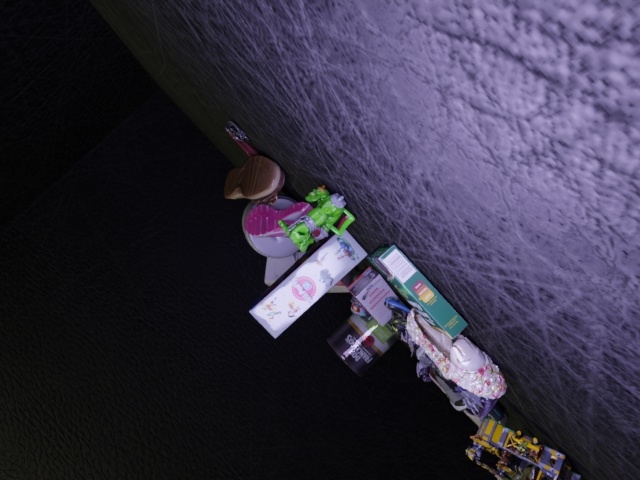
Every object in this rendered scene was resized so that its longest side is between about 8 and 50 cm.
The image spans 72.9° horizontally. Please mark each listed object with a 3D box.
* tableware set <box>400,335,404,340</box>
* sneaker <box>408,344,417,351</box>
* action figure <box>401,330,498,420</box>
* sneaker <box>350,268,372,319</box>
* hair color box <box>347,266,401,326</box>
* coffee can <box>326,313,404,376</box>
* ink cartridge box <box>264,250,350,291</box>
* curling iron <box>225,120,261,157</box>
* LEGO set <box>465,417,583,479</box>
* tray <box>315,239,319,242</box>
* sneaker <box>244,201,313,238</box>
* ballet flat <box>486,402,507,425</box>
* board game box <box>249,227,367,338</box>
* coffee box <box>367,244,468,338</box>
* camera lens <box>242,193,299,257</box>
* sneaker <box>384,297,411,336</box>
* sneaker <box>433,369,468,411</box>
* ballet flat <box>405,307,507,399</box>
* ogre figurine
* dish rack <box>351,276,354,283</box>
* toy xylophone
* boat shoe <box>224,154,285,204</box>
[{"bbox_3d":[0.414,0.478,2.169,0.128,0.039,0.194,46,176,2],"label":"tableware set"},{"bbox_3d":[0.404,0.440,1.782,0.070,0.051,0.134,51,174,25],"label":"sneaker"},{"bbox_3d":[0.325,0.337,1.142,0.285,0.099,0.185,40,164,22],"label":"action figure"},{"bbox_3d":[0.150,0.189,1.376,0.104,0.125,0.262,43,175,36],"label":"sneaker"},{"bbox_3d":[0.160,0.162,1.239,0.167,0.093,0.053,50,175,-38],"label":"hair color box"},{"bbox_3d":[0.190,0.372,1.732,0.201,0.275,0.201,46,176,4],"label":"coffee can"},{"bbox_3d":[-0.042,0.122,1.634,0.207,0.283,0.117,54,-144,-65],"label":"ink cartridge box"},{"bbox_3d":[-0.189,-0.243,1.271,0.068,0.035,0.274,42,175,40],"label":"curling iron"},{"bbox_3d":[0.486,0.600,1.047,0.255,0.192,0.331,17,154,39],"label":"LEGO set"},{"bbox_3d":[0.000,0.000,1.799,0.270,0.030,0.145,48,177,-25],"label":"tray"},{"bbox_3d":[-0.115,-0.048,1.324,0.253,0.102,0.111,-1,162,26],"label":"sneaker"},{"bbox_3d":[0.521,0.528,1.294,0.074,0.074,0.203,44,173,34],"label":"ballet flat"},{"bbox_3d":[-0.036,0.100,1.138,0.097,0.303,0.224,47,176,-3],"label":"board game box"},{"bbox_3d":[0.164,0.085,0.757,0.184,0.040,0.113,47,176,-3],"label":"coffee box"},{"bbox_3d":[-0.163,-0.057,1.534,0.219,0.219,0.274,47,176,-14],"label":"camera lens"},{"bbox_3d":[0.233,0.229,1.236,0.188,0.078,0.067,50,175,-37],"label":"sneaker"},{"bbox_3d":[0.424,0.454,1.382,0.108,0.100,0.271,52,176,-2],"label":"sneaker"},{"bbox_3d":[0.247,0.204,0.833,0.241,0.091,0.077,37,148,48],"label":"ballet flat"},{"bbox_3d":[-0.007,-0.035,0.811,0.097,0.118,0.197,50,176,22],"label":"ogre figurine"},{"bbox_3d":[0.132,0.189,1.948,0.271,0.074,0.208,42,-179,25],"label":"dish rack"},{"bbox_3d":[0.529,0.578,1.623,0.323,0.081,0.236,43,175,44],"label":"toy xylophone"},{"bbox_3d":[-0.172,-0.163,1.266,0.123,0.123,0.342,13,172,-31],"label":"boat shoe"}]
